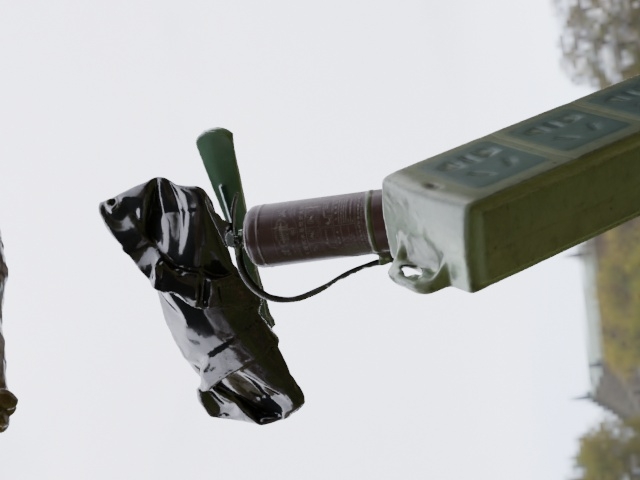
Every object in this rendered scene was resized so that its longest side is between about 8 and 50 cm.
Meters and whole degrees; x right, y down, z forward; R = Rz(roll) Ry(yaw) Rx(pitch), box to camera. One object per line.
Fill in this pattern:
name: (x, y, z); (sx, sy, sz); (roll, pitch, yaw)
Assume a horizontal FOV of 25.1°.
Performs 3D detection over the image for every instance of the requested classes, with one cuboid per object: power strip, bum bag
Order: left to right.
bum bag: (-0.103, 0.059, 1.273); (0.060, 0.123, 0.248); (-49, -63, -40)
power strip: (0.146, -0.042, 0.768); (0.272, 0.078, 0.052); (-22, -63, -29)

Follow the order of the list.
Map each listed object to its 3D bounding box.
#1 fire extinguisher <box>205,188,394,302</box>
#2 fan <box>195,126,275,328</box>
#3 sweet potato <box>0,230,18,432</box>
fire extinguisher: (0.000, 0.000, 0.954); (0.045, 0.157, 0.078); (-4, -93, -71)
fan: (-0.071, -0.007, 1.280); (0.016, 0.038, 0.193); (-37, -64, -54)
sweet potato: (-0.273, 0.015, 0.990); (0.336, 0.131, 0.131); (52, -179, 33)
